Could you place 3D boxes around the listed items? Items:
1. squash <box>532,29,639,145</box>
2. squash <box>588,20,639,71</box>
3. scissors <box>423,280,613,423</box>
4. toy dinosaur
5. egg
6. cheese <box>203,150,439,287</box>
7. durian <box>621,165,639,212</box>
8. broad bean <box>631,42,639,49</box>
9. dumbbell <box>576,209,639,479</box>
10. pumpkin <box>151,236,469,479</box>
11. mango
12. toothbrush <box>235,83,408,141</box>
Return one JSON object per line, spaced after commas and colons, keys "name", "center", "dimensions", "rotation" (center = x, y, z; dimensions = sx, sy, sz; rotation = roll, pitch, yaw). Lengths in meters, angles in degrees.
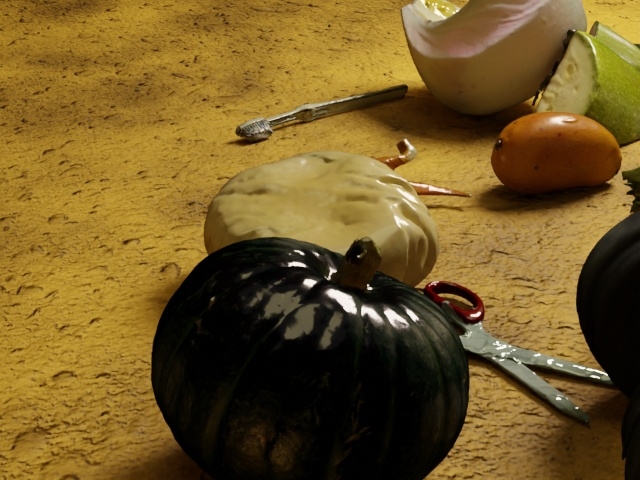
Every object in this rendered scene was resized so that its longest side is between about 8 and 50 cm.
{"name": "squash", "center": [0.389, -0.154, 1.699], "dimensions": [0.252, 0.169, 0.093], "rotation": [21, 7, -47]}
{"name": "squash", "center": [0.434, -0.241, 1.824], "dimensions": [0.132, 0.105, 0.105], "rotation": [20, 27, 0]}
{"name": "scissors", "center": [0.162, 0.103, 1.179], "dimensions": [0.247, 0.017, 0.144], "rotation": [23, 35, 38]}
{"name": "toy dinosaur", "center": [0.050, -0.063, 1.486], "dimensions": [0.212, 0.057, 0.142], "rotation": [16, 42, 34]}
{"name": "egg", "center": [0.224, -0.251, 1.722], "dimensions": [0.271, 0.206, 0.162], "rotation": [7, 61, 56]}
{"name": "cheese", "center": [0.000, 0.000, 1.298], "dimensions": [0.226, 0.117, 0.214], "rotation": [-15, 32, -16]}
{"name": "durian", "center": [0.467, -0.016, 1.204], "dimensions": [0.394, 0.198, 0.163], "rotation": [2, 25, 2]}
{"name": "broad bean", "center": [0.424, -0.283, 1.940], "dimensions": [0.297, 0.043, 0.060], "rotation": [15, 41, 33]}
{"name": "dumbbell", "center": [0.302, 0.106, 0.976], "dimensions": [0.185, 0.185, 0.388], "rotation": [1, 27, 4]}
{"name": "pumpkin", "center": [-0.002, 0.091, 0.993], "dimensions": [0.250, 0.216, 0.250], "rotation": [24, 18, -8]}
{"name": "mango", "center": [0.278, -0.108, 1.513], "dimensions": [0.159, 0.105, 0.084], "rotation": [-7, 45, -22]}
{"name": "toothbrush", "center": [0.008, -0.180, 1.761], "dimensions": [0.294, 0.026, 0.028], "rotation": [-21, 50, -35]}
